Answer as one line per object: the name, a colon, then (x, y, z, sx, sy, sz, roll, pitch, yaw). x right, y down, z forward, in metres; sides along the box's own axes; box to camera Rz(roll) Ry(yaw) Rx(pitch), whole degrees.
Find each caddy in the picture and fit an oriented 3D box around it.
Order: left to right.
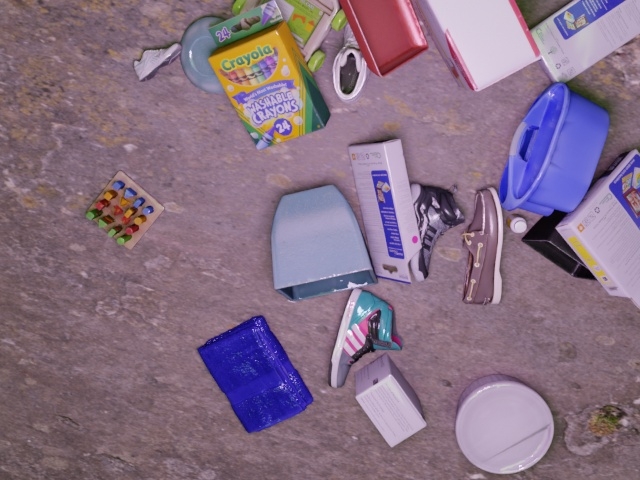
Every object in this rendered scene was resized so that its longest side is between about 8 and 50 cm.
caddy: (0.556, -0.221, 1.708, 0.179, 0.241, 0.342, 21, 84, -7)

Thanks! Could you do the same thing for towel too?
towel: (-0.188, 0.391, 1.978, 0.227, 0.076, 0.308, -28, 99, 8)

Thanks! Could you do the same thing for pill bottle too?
pill bottle: (0.525, -0.044, 1.842, 0.043, 0.083, 0.043, 1, 102, 3)

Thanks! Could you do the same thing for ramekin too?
ramekin: (0.506, 0.504, 1.939, 0.272, 0.127, 0.273, 1, 101, 3)

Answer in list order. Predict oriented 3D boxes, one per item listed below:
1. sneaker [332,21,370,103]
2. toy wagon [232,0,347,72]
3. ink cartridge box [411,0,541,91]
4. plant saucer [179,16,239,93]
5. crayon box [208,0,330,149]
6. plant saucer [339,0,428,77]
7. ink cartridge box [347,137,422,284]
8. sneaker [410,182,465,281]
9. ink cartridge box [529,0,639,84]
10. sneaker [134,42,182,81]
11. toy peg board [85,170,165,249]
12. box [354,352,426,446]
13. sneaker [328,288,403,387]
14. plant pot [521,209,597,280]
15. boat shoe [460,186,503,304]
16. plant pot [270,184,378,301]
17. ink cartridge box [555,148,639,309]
sneaker: (0.100, -0.490, 1.727, 0.108, 0.169, 0.293, 11, 100, 2)
toy wagon: (-0.054, -0.600, 1.718, 0.267, 0.068, 0.344, 37, 114, 7)
ink cartridge box: (0.344, -0.505, 1.601, 0.160, 0.385, 0.279, -29, 99, 12)
plant saucer: (-0.286, -0.479, 1.792, 0.194, 0.037, 0.195, 5, 109, 14)
crayon box: (-0.136, -0.404, 1.724, 0.203, 0.083, 0.323, -15, 120, 25)
plant saucer: (0.145, -0.548, 1.690, 0.047, 0.258, 0.259, -13, 110, 43)
ink cartridge box: (0.173, -0.077, 1.806, 0.069, 0.175, 0.371, -16, 102, -27)
sneaker: (0.311, -0.021, 1.848, 0.153, 0.101, 0.269, -2, 99, 6)
ink cartridge box: (0.696, -0.549, 1.735, 0.332, 0.065, 0.165, -32, 98, 10)
sneaker: (-0.431, -0.480, 1.809, 0.152, 0.053, 0.061, -29, 90, 19)
toy peg board: (-0.545, -0.077, 1.894, 0.161, 0.079, 0.161, 41, 101, -6)
box: (0.190, 0.439, 1.913, 0.119, 0.181, 0.182, -34, 97, 7)
sneaker: (0.135, 0.292, 1.917, 0.178, 0.124, 0.296, 17, 102, 12)
plant pot: (0.672, -0.017, 1.799, 0.188, 0.187, 0.167, 33, 87, -4)
boat shoe: (0.428, 0.019, 1.848, 0.096, 0.116, 0.325, -3, 108, 1)
plant pot: (0.000, 0.000, 1.802, 0.247, 0.248, 0.252, -12, 77, 6)
ink cartridge box: (0.771, -0.016, 1.703, 0.303, 0.072, 0.307, -43, 99, -22)
